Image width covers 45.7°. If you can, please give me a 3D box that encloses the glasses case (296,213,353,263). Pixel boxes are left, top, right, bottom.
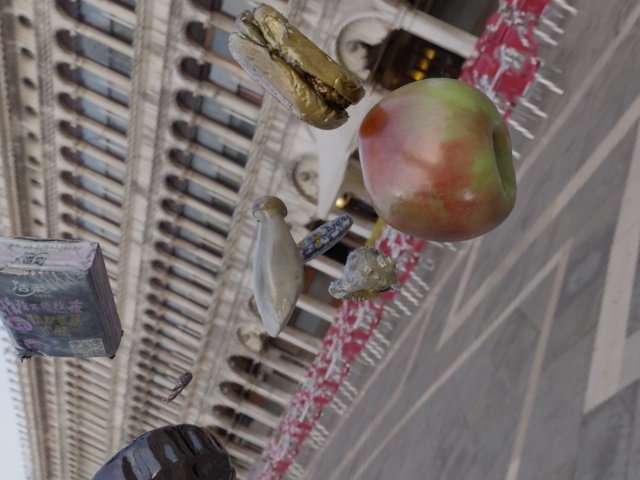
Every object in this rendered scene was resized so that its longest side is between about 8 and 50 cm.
[{"bbox_3d":[0.000,0.000,2.134,0.248,0.065,0.087,-34,-13,-37],"label":"glasses case"}]

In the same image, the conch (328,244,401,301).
[{"bbox_3d":[0.128,0.106,2.128,0.245,0.178,0.163,-32,23,32],"label":"conch"}]

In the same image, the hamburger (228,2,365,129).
[{"bbox_3d":[-0.050,-0.332,1.479,0.144,0.283,0.259,-46,-7,13],"label":"hamburger"}]

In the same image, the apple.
[{"bbox_3d":[0.218,-0.151,1.470,0.319,0.277,0.319,30,-125,-56],"label":"apple"}]

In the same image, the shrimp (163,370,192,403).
[{"bbox_3d":[-0.310,0.321,1.673,0.092,0.029,0.038,-56,8,-37],"label":"shrimp"}]

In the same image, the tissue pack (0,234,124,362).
[{"bbox_3d":[-0.616,0.143,1.767,0.361,0.259,0.122,92,178,-48],"label":"tissue pack"}]

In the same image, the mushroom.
[{"bbox_3d":[-0.109,0.059,1.852,0.128,0.128,0.350,110,153,-72],"label":"mushroom"}]

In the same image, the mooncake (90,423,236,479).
[{"bbox_3d":[-0.280,0.463,1.365,0.283,0.141,0.283,-30,-37,-25],"label":"mooncake"}]
